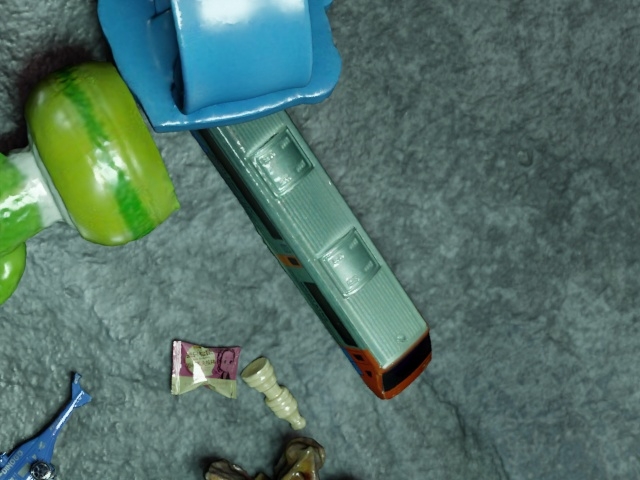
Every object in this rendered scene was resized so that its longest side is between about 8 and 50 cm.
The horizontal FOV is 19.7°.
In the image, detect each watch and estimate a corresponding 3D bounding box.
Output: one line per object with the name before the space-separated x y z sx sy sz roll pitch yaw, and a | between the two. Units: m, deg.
watch | -0.101 -0.276 1.792 0.241 0.274 0.305 -15 76 -9

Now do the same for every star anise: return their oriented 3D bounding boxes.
star anise | -0.034 0.299 1.993 0.214 0.099 0.220 -9 119 -17

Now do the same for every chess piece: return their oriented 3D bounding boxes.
chess piece | -0.046 0.172 2.013 0.035 0.035 0.092 -42 112 -13

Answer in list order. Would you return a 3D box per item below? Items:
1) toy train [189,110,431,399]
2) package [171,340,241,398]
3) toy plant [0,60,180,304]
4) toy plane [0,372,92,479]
toy train | 0.000 0.000 1.985 0.086 0.089 0.409 -40 108 -19
package | -0.122 0.139 1.981 0.083 0.029 0.059 6 86 -33
toy plant | -0.315 -0.043 1.817 0.316 0.184 0.224 -27 123 -6
toy plane | -0.291 0.213 1.914 0.062 0.054 0.167 35 82 5
